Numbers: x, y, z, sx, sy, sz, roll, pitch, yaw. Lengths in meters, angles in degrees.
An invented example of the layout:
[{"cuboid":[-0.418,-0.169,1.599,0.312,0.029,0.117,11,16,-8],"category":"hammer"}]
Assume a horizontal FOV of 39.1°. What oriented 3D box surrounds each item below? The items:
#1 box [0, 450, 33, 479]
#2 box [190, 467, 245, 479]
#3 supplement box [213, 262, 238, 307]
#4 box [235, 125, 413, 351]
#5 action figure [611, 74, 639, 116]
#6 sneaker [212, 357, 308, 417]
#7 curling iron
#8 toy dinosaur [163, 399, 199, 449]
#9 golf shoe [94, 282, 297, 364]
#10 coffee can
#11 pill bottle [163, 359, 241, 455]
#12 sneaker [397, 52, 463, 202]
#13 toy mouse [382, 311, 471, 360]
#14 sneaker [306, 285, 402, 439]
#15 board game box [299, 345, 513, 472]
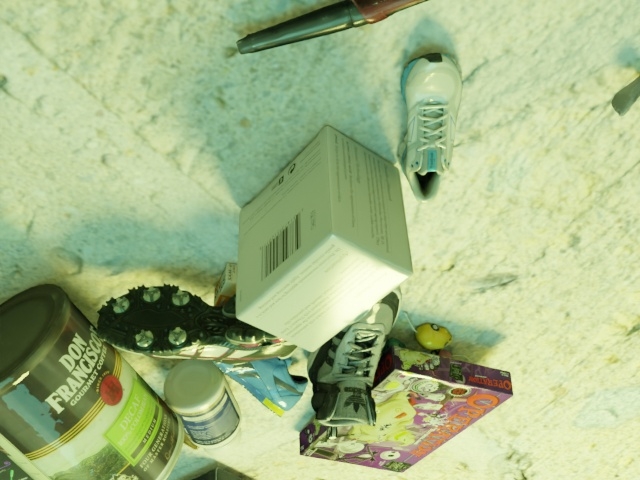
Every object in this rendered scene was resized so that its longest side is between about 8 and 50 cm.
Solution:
[{"cuboid":[-0.494,0.256,1.314,0.143,0.165,0.270,-23,135,21],"category":"box"},{"cuboid":[-0.198,0.596,1.702,0.294,0.182,0.296,-29,134,26],"category":"box"},{"cuboid":[-0.091,0.071,1.237,0.098,0.036,0.062,12,135,-16],"category":"supplement box"},{"cuboid":[0.000,0.000,1.059,0.119,0.182,0.181,28,129,-28],"category":"box"},{"cuboid":[0.542,-0.109,0.995,0.330,0.178,0.341,28,154,-37],"category":"action figure"},{"cuboid":[-0.102,0.180,1.349,0.082,0.069,0.209,-48,120,-1],"category":"sneaker"},{"cuboid":[0.043,-0.237,0.902,0.274,0.035,0.068,-13,174,15],"category":"curling iron"},{"cuboid":[-0.234,0.302,1.432,0.053,0.092,0.183,-48,163,2],"category":"toy dinosaur"},{"cuboid":[-0.160,0.128,1.197,0.273,0.105,0.120,1,143,3],"category":"golf shoe"},{"cuboid":[-0.345,0.224,1.224,0.202,0.201,0.275,-23,123,19],"category":"coffee can"},{"cuboid":[-0.176,0.265,1.402,0.094,0.094,0.169,-9,137,6],"category":"pill bottle"},{"cuboid":[0.127,-0.120,1.011,0.071,0.083,0.190,-3,137,1],"category":"sneaker"},{"cuboid":[0.150,0.183,1.385,0.161,0.031,0.143,23,132,-27],"category":"toy mouse"},{"cuboid":[0.053,0.174,1.277,0.101,0.153,0.268,9,136,-15],"category":"sneaker"},{"cuboid":[0.126,0.283,1.455,0.208,0.056,0.347,11,143,-22],"category":"board game box"}]
